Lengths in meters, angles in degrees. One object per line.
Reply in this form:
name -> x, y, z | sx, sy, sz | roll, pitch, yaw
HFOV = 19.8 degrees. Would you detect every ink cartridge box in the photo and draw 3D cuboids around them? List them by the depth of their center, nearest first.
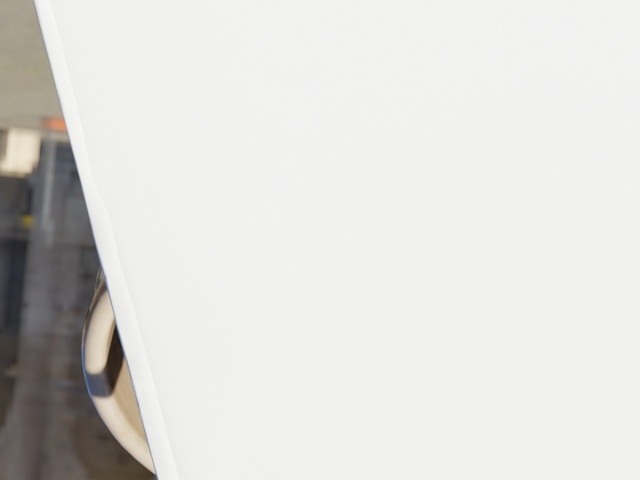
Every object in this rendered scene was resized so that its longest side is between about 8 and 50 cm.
ink cartridge box -> 0.056, -0.047, 0.471 | 0.198, 0.197, 0.270 | -10, -156, 4

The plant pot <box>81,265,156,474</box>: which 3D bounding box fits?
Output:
plant pot -> 0.000, 0.000, 1.096 | 0.263, 0.263, 0.229 | 2, -136, 2
